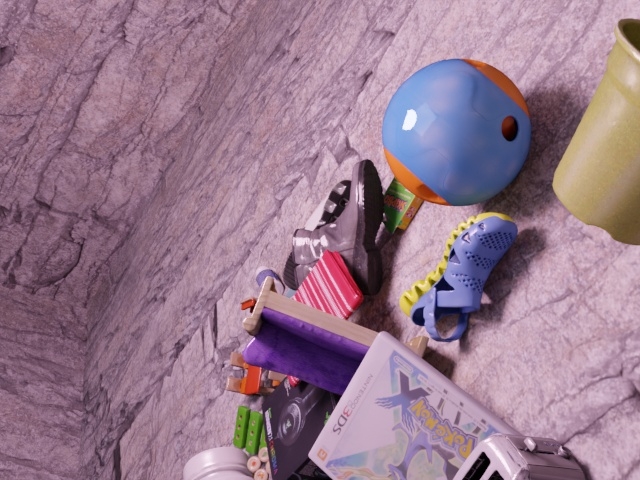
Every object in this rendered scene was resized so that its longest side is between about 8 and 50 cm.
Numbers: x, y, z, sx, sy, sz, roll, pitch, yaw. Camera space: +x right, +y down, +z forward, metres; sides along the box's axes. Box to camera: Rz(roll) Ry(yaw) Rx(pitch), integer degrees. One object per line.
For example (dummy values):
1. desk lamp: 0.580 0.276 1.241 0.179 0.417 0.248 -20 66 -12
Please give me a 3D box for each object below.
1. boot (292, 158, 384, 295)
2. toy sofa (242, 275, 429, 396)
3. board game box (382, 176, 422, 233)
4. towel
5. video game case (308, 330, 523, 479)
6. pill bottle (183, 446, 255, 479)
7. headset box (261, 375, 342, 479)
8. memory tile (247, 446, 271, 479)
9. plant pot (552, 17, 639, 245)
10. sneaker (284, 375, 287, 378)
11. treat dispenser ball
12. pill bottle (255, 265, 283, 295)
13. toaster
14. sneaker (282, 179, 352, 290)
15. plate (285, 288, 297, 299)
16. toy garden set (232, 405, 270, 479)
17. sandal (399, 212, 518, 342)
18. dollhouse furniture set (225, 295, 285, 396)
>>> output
1. boot: 0.031 -0.027 1.775 0.223 0.118 0.337 -2 80 30
2. toy sofa: 0.022 0.221 1.489 0.150 0.363 0.177 101 -170 -78
3. board game box: 0.221 -0.145 1.746 0.259 0.039 0.124 -58 30 18
4. towel: -0.014 0.174 1.684 0.274 0.031 0.199 -55 35 19
5. video game case: 0.163 0.380 1.330 0.329 0.036 0.299 36 107 28
6. pill bottle: -0.221 0.699 1.768 0.204 0.204 0.361 -54 37 28
7. headset box: 0.003 0.402 1.671 0.283 0.131 0.246 -51 33 29
8. memory tile: -0.107 0.567 1.787 0.113 0.012 0.148 -40 60 3
9. plant pot: 0.483 -0.140 1.070 0.276 0.276 0.253 -104 31 -47
10. sneaker: -0.053 0.263 1.885 0.103 0.111 0.252 11 82 62
11. treat dispenser ball: 0.265 -0.209 1.438 0.288 0.288 0.288 -39 40 44
12. pill bottle: -0.158 0.125 2.212 0.067 0.067 0.120 -62 29 15
13. toaster: 0.291 0.402 1.140 0.226 0.147 0.129 -60 28 18
14. sneaker: 0.000 0.000 1.948 0.330 0.122 0.146 -57 9 -19
15. plate: -0.044 0.118 1.972 0.188 0.024 0.188 -44 13 13
16. toy garden set: -0.149 0.561 1.925 0.244 0.049 0.203 5 86 54
17. sandal: 0.280 0.082 1.416 0.317 0.126 0.138 -60 32 35
18. dollhouse furniture set: -0.172 0.300 2.047 0.262 0.135 0.259 -27 50 52
